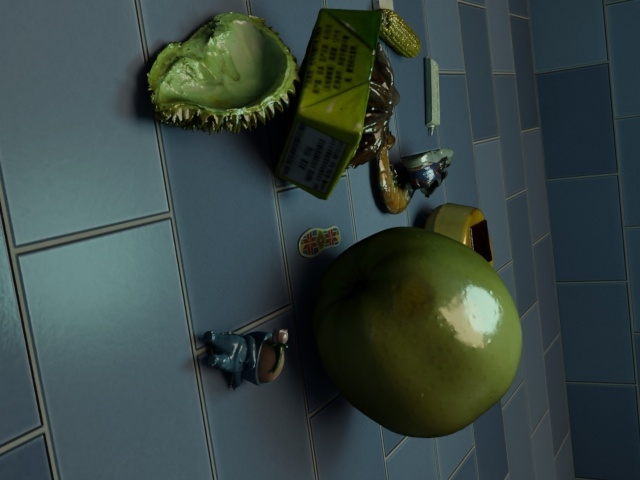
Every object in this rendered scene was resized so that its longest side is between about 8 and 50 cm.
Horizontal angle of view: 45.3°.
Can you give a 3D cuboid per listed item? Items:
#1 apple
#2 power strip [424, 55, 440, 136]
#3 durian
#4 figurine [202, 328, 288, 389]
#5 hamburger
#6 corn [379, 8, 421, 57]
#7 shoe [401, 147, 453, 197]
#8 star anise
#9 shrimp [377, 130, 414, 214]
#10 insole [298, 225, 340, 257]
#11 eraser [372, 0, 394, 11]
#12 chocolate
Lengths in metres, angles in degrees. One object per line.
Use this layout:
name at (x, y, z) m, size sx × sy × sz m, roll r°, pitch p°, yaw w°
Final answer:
apple at (0.202, 0.188, 1.669) m, size 0.473 × 0.473 × 0.474 m, roll 10°, pitch 78°, yaw -59°
power strip at (0.346, -0.449, 2.381) m, size 0.060 × 0.027 × 0.253 m, roll 7°, pitch 81°, yaw -60°
durian at (-0.163, -0.294, 1.365) m, size 0.394 × 0.163 × 0.198 m, roll -43°, pitch 121°, yaw -46°
figurine at (-0.124, 0.210, 1.393) m, size 0.178 × 0.144 × 0.114 m, roll 20°, pitch 66°, yaw -46°
hamburger at (0.395, 0.035, 2.267) m, size 0.300 × 0.176 × 0.301 m, roll 10°, pitch 79°, yaw -58°
corn at (0.214, -0.570, 2.116) m, size 0.238 × 0.080 × 0.080 m, roll 16°, pitch 73°, yaw -57°
shoe at (0.308, -0.185, 2.099) m, size 0.227 × 0.099 × 0.126 m, roll -15°, pitch 91°, yaw -55°
star anise at (0.121, -0.322, 1.843) m, size 0.315 × 0.108 × 0.316 m, roll 11°, pitch 90°, yaw -75°
shrimp at (0.214, -0.202, 2.100) m, size 0.290 × 0.054 × 0.222 m, roll -42°, pitch 121°, yaw -54°
insole at (0.000, 0.000, 1.754) m, size 0.193 × 0.006 × 0.065 m, roll -14°, pitch 100°, yaw -59°
eraser at (0.165, -0.702, 2.098) m, size 0.104 × 0.023 × 0.151 m, roll -19°, pitch 103°, yaw -60°
chocolate at (0.011, -0.276, 1.547) m, size 0.301 × 0.136 × 0.289 m, roll 118°, pitch -16°, yaw -65°
